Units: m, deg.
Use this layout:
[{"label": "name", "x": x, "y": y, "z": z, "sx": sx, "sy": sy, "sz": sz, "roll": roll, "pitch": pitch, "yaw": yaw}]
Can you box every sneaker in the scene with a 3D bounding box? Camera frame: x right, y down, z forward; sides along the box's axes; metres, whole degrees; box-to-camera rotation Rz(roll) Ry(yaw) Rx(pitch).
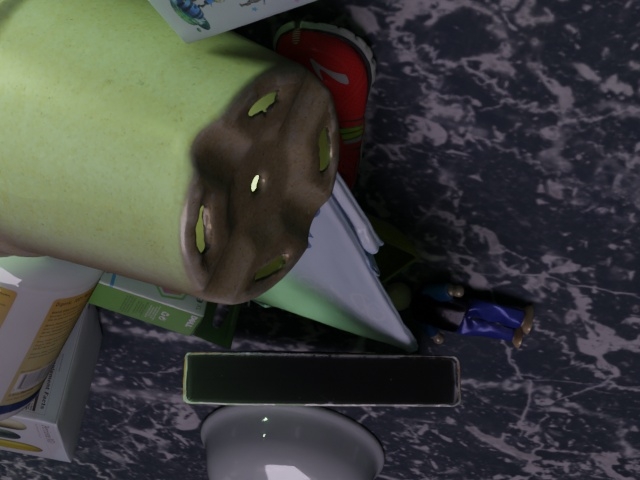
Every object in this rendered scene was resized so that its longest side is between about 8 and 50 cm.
[{"label": "sneaker", "x": 0.005, "y": -0.117, "z": 1.477, "sx": 0.107, "sy": 0.118, "sz": 0.279, "roll": 2, "pitch": 145, "yaw": 9}]

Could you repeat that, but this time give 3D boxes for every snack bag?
[{"label": "snack bag", "x": -0.054, "y": -0.018, "z": 1.544, "sx": 0.323, "sy": 0.037, "sz": 0.342, "roll": 15, "pitch": 146, "yaw": 43}]

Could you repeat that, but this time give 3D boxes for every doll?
[{"label": "doll", "x": 0.172, "y": 0.095, "z": 1.792, "sx": 0.189, "sy": 0.046, "sz": 0.129, "roll": 14, "pitch": 143, "yaw": -6}]

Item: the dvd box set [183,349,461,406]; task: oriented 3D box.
[{"label": "dvd box set", "x": -0.004, "y": 0.167, "z": 1.715, "sx": 0.307, "sy": 0.062, "sz": 0.420, "roll": 1, "pitch": 176, "yaw": -1}]

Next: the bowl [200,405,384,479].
[{"label": "bowl", "x": -0.054, "y": 0.378, "z": 2.167, "sx": 0.297, "sy": 0.134, "sz": 0.298, "roll": 7, "pitch": 145, "yaw": 5}]

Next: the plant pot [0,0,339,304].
[{"label": "plant pot", "x": -0.163, "y": -0.095, "z": 1.282, "sx": 0.305, "sy": 0.334, "sz": 0.334, "roll": 21, "pitch": 152, "yaw": 30}]

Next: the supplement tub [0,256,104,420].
[{"label": "supplement tub", "x": -0.383, "y": 0.036, "z": 1.633, "sx": 0.228, "sy": 0.228, "sz": 0.316, "roll": 23, "pitch": 120, "yaw": -17}]

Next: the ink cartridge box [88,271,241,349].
[{"label": "ink cartridge box", "x": -0.192, "y": 0.050, "z": 1.766, "sx": 0.209, "sy": 0.109, "sz": 0.062, "roll": 20, "pitch": 144, "yaw": -13}]

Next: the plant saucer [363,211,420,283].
[{"label": "plant saucer", "x": 0.000, "y": 0.000, "z": 1.693, "sx": 0.188, "sy": 0.045, "sz": 0.188, "roll": 24, "pitch": 148, "yaw": -19}]

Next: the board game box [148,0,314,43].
[{"label": "board game box", "x": 0.011, "y": -0.303, "z": 1.128, "sx": 0.303, "sy": 0.224, "sz": 0.097, "roll": -14, "pitch": 136, "yaw": 31}]

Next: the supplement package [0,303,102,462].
[{"label": "supplement package", "x": -0.452, "y": 0.162, "z": 1.884, "sx": 0.262, "sy": 0.198, "sz": 0.199, "roll": 10, "pitch": 156, "yaw": 0}]
